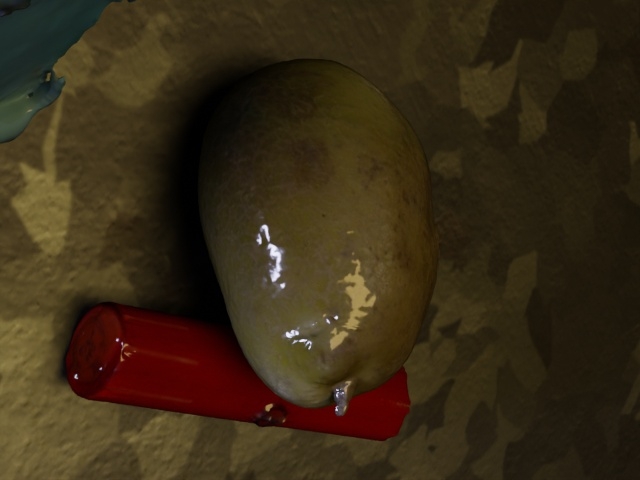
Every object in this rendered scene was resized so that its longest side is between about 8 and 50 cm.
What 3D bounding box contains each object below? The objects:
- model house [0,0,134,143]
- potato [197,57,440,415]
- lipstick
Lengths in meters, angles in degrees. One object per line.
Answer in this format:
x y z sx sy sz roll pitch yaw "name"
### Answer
-0.262 -0.169 0.536 0.237 0.215 0.303 -31 96 -31 "model house"
0.000 0.000 0.801 0.174 0.159 0.251 3 65 -26 "potato"
-0.050 0.099 0.850 0.280 0.073 0.073 15 89 -40 "lipstick"
